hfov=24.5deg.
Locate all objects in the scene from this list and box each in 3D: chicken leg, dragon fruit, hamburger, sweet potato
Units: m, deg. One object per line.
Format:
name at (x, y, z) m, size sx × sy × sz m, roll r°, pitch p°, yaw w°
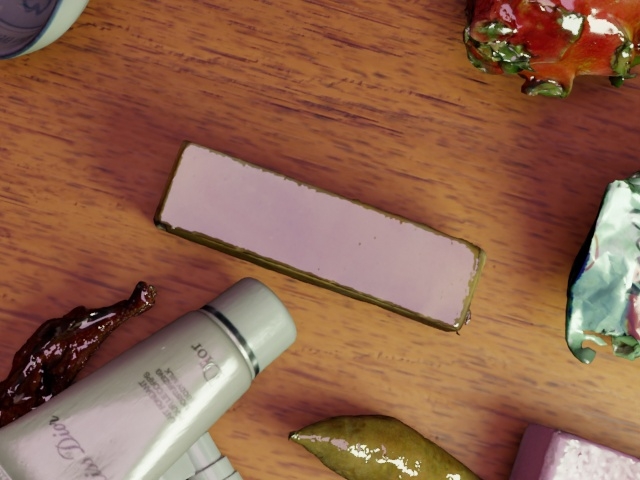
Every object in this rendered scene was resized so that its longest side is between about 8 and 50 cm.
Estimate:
chicken leg at (-0.243, 0.115, 1.391) m, size 0.219 × 0.048 × 0.089 m, roll -49°, pitch 53°, yaw -5°
dragon fruit at (0.262, -0.216, 1.412) m, size 0.269 × 0.198 × 0.200 m, roll 28°, pitch 76°, yaw -20°
hamburger at (0.360, 0.016, 1.423) m, size 0.276 × 0.150 × 0.260 m, roll 25°, pitch 101°, yaw -17°
sweet potato at (0.088, 0.217, 1.408) m, size 0.269 × 0.075 × 0.075 m, roll 25°, pitch 83°, yaw -17°

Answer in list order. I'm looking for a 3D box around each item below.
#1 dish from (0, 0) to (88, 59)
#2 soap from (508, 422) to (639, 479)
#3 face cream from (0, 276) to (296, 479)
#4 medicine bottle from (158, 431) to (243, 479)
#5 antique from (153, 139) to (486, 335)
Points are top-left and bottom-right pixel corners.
dish at (-0.267, -0.313, 1.374) m, size 0.134 × 0.273 × 0.273 m, roll -18°, pitch 86°, yaw -46°
soap at (0.243, 0.322, 1.390) m, size 0.181 × 0.081 × 0.259 m, roll 22°, pitch 83°, yaw -16°
face cream at (-0.160, 0.153, 1.351) m, size 0.314 × 0.089 × 0.143 m, roll -39°, pitch 86°, yaw -21°
medicine bottle at (-0.078, 0.290, 1.383) m, size 0.092 × 0.061 × 0.221 m, roll -29°, pitch 87°, yaw -40°
antique at (0.000, 0.000, 1.406) m, size 0.310 × 0.093 × 0.087 m, roll 19°, pitch 84°, yaw -3°
